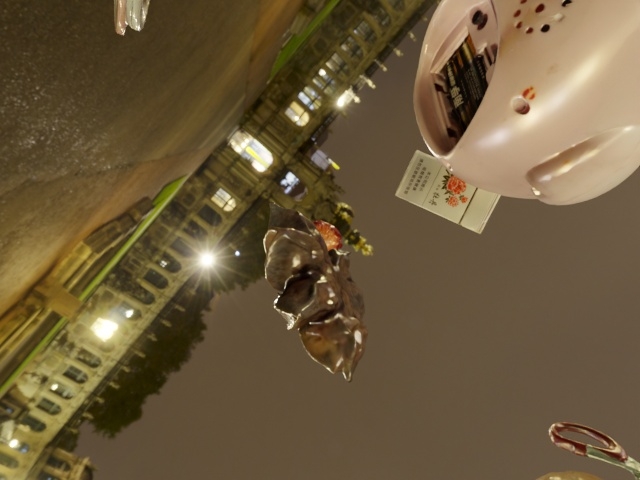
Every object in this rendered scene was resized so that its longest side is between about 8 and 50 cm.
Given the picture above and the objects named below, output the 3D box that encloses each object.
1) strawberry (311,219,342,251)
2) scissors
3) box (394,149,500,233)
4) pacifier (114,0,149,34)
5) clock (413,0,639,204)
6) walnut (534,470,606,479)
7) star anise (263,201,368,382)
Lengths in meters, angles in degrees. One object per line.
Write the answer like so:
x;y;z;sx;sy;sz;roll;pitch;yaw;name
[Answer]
0.000;0.000;1.357;0.145;0.145;0.086;-50;-178;1;strawberry
0.395;0.266;0.438;0.248;0.017;0.144;0;-163;22;scissors
0.271;-0.105;0.867;0.109;0.199;0.029;-66;171;8;box
-0.322;-0.484;0.607;0.332;0.273;0.220;-45;-164;52;pacifier
0.292;-0.242;0.497;0.376;0.251;0.367;127;-36;-55;clock
0.474;0.573;0.687;0.313;0.252;0.277;-75;-175;-64;walnut
-0.002;0.072;0.677;0.108;0.315;0.315;-26;-155;20;star anise
